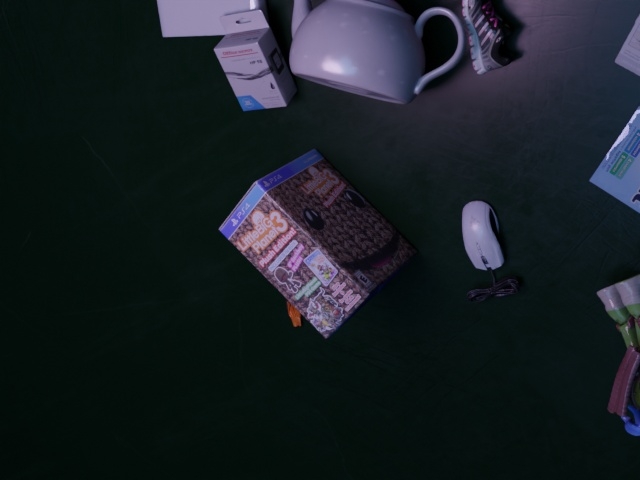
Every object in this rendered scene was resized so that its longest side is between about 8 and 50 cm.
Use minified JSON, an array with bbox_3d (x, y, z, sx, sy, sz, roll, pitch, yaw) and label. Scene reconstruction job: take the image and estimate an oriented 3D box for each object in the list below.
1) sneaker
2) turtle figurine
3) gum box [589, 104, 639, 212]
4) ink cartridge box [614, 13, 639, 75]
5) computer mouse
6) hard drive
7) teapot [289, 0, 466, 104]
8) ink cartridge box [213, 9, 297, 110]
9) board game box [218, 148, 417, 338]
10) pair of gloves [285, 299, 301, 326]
[{"bbox_3d":[0.288,-0.365,1.745,0.075,0.063,0.170,0,115,30],"label":"sneaker"},{"bbox_3d":[0.598,0.175,1.742,0.275,0.198,0.266,-26,81,25],"label":"turtle figurine"},{"bbox_3d":[0.564,-0.114,1.704,0.184,0.041,0.157,35,123,14],"label":"gum box"},{"bbox_3d":[0.590,-0.333,1.604,0.189,0.066,0.232,33,144,14],"label":"ink cartridge box"},{"bbox_3d":[0.300,0.022,1.915,0.106,0.042,0.193,-9,106,33],"label":"computer mouse"},{"bbox_3d":[-0.224,-0.568,1.963,0.233,0.047,0.353,4,112,28],"label":"hard drive"},{"bbox_3d":[0.079,-0.349,1.786,0.252,0.256,0.187,26,101,64],"label":"teapot"},{"bbox_3d":[-0.129,-0.338,1.962,0.104,0.060,0.180,-2,130,31],"label":"ink cartridge box"},{"bbox_3d":[0.000,0.000,1.963,0.291,0.232,0.141,45,124,6],"label":"board game box"},{"bbox_3d":[-0.034,0.145,2.180,0.083,0.010,0.074,-7,105,29],"label":"pair of gloves"}]
